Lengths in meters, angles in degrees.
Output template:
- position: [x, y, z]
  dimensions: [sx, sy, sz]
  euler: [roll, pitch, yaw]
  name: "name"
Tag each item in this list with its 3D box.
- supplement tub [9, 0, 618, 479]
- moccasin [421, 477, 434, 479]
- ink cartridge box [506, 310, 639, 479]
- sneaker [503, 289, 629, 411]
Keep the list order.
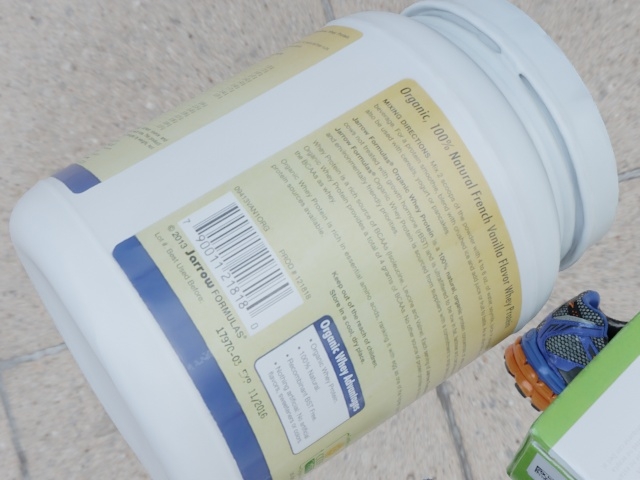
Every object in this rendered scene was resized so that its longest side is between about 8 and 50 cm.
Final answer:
- position: [0.000, 0.000, 0.681]
  dimensions: [0.316, 0.228, 0.228]
  euler: [-31, 86, -17]
  name: "supplement tub"
- position: [0.108, 0.327, 0.778]
  dimensions: [0.116, 0.137, 0.342]
  euler: [-31, 101, -14]
  name: "moccasin"
- position: [0.260, 0.141, 0.606]
  dimensions: [0.189, 0.097, 0.255]
  euler: [-41, 71, -17]
  name: "ink cartridge box"
- position: [0.239, 0.107, 0.767]
  dimensions: [0.221, 0.083, 0.087]
  euler: [25, 120, -13]
  name: "sneaker"
